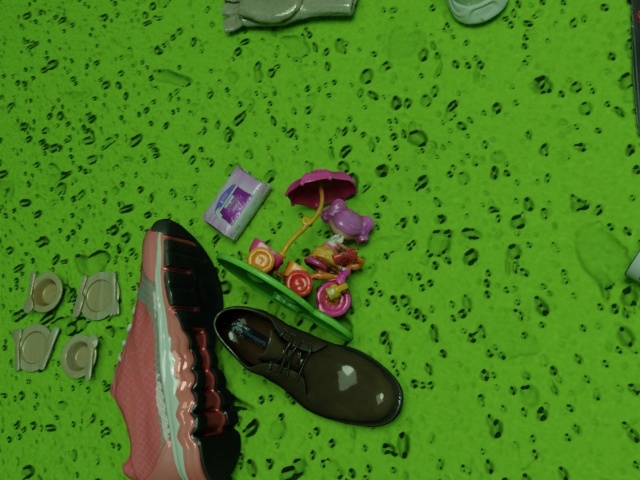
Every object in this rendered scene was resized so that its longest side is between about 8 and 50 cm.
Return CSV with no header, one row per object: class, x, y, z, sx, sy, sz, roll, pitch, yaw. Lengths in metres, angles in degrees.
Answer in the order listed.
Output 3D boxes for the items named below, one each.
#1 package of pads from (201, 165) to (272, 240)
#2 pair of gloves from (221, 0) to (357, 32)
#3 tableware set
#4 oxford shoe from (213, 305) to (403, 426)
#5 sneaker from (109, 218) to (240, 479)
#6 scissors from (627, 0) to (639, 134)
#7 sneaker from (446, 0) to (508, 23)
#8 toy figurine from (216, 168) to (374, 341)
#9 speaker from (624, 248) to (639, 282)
package of pads,-0.103,-0.046,0.779,0.050,0.032,0.083,33,88,26
pair of gloves,-0.039,-0.397,0.849,0.204,0.042,0.240,-1,77,16
tableware set,-0.339,0.108,0.828,0.168,0.020,0.141,1,76,20
oxford shoe,-0.022,0.134,0.665,0.227,0.096,0.083,19,81,22
sneaker,-0.189,0.127,0.717,0.136,0.116,0.314,-16,70,17
scissors,0.343,-0.259,0.686,0.108,0.021,0.297,18,83,21
sneaker,0.157,-0.376,0.730,0.090,0.115,0.232,-24,69,12
toy figurine,0.000,0.000,0.697,0.173,0.130,0.159,31,77,3
speaker,0.357,0.044,0.573,0.136,0.055,0.055,35,89,24
